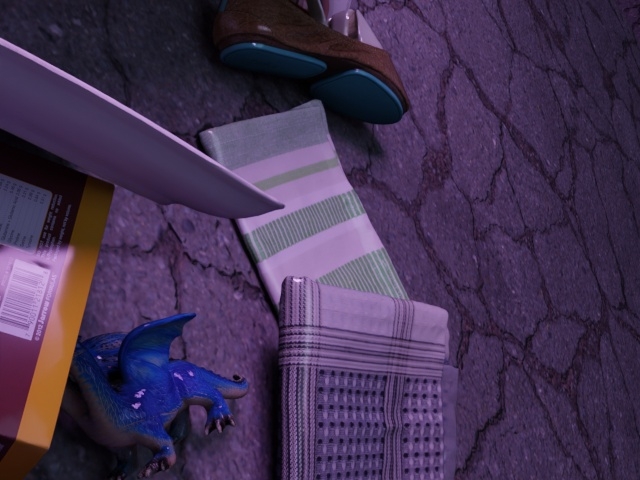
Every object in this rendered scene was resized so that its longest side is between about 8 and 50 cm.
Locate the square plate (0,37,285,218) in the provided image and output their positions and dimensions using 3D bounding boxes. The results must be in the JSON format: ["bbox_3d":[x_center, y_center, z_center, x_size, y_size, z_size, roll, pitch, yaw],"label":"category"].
[{"bbox_3d":[-0.240,-0.124,0.646,0.347,0.344,0.049,28,92,-45],"label":"square plate"}]

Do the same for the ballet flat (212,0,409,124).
[{"bbox_3d":[0.000,-0.245,1.184,0.342,0.116,0.124,13,72,-46],"label":"ballet flat"}]

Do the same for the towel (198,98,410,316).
[{"bbox_3d":[0.000,0.000,1.114,0.248,0.038,0.325,-28,95,-56],"label":"towel"}]

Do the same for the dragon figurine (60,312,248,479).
[{"bbox_3d":[-0.146,0.110,0.793,0.289,0.085,0.144,-23,92,-56],"label":"dragon figurine"}]

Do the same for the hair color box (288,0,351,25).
[{"bbox_3d":[-0.026,-0.343,1.229,0.167,0.053,0.093,19,84,-49],"label":"hair color box"}]

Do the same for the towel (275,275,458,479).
[{"bbox_3d":[0.067,0.213,1.024,0.324,0.056,0.312,19,67,-51],"label":"towel"}]

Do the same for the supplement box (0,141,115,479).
[{"bbox_3d":[-0.256,0.038,0.579,0.194,0.129,0.191,21,52,-21],"label":"supplement box"}]
